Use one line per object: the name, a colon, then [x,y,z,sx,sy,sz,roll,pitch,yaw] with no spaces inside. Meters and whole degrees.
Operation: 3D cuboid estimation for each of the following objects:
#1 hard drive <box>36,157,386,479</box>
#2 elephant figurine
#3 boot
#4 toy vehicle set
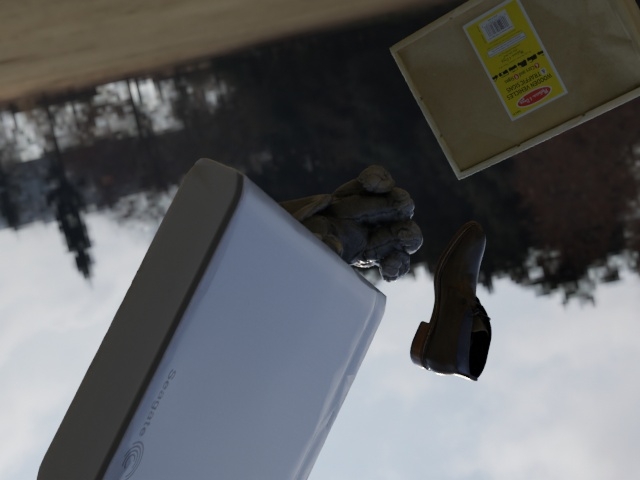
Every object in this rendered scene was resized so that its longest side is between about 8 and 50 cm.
hard drive: [-0.058,0.101,0.986,0.047,0.233,0.353,23,173,23]
elephant figurine: [0.000,0.000,1.789,0.239,0.169,0.186,-22,155,-26]
boot: [0.209,0.088,1.852,0.082,0.219,0.106,14,-174,-44]
toy vehicle set: [0.210,-0.185,1.384,0.267,0.166,0.035,-25,-176,42]
